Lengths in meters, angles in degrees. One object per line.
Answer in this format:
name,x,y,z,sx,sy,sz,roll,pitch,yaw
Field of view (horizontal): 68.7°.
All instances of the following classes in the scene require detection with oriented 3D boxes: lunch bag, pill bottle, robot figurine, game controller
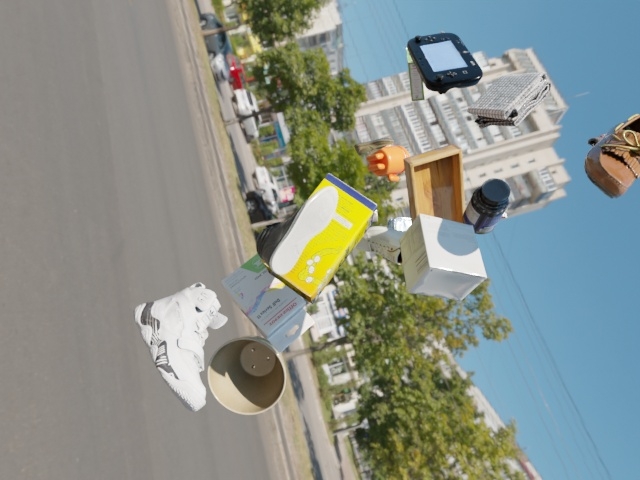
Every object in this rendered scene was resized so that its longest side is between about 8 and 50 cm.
lunch bag,0.429,-0.024,2.266,0.090,0.219,0.175,167,-74,-69
pill bottle,0.577,-0.118,1.626,0.219,0.123,0.122,86,-13,-65
robot figurine,0.299,-0.343,2.028,0.158,0.220,0.128,55,-42,24
game controller,0.373,-0.551,1.429,0.067,0.167,0.319,67,11,-46

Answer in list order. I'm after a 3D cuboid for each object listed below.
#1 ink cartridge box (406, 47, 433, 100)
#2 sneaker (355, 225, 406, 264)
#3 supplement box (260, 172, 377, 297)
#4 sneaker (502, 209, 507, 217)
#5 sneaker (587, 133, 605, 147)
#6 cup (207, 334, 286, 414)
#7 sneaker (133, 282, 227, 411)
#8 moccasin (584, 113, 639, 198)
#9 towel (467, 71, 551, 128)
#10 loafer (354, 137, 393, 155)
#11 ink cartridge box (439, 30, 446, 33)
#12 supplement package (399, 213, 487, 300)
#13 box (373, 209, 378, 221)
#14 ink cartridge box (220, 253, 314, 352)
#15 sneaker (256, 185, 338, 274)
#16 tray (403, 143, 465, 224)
ink cartridge box,0.407,-0.687,1.919,0.109,0.062,0.209,-41,126,-50
sneaker,0.245,0.023,1.726,0.123,0.291,0.105,-65,146,-42
supplement box,0.000,0.000,1.518,0.195,0.356,0.194,35,-11,10
sneaker,0.808,-0.162,2.226,0.074,0.171,0.063,-70,162,-2
sneaker,0.886,-0.269,1.469,0.061,0.065,0.157,72,13,-45
cup,-0.297,0.552,2.047,0.237,0.332,0.330,-50,123,-83
sneaker,-0.330,0.249,1.208,0.366,0.210,0.137,43,-25,41
moccasin,0.822,-0.235,1.249,0.139,0.380,0.147,49,-37,8
towel,0.835,-0.612,2.071,0.121,0.283,0.235,50,-11,-31
loafer,0.201,-0.349,1.747,0.056,0.148,0.050,-54,135,-67
ink cartridge box,0.610,-0.953,2.380,0.104,0.060,0.180,45,-27,34
supplement package,0.372,0.054,1.453,0.149,0.195,0.203,118,-23,-48
box,0.141,-0.097,2.174,0.231,0.183,0.056,162,-74,-75
ink cartridge box,-0.201,0.244,1.853,0.353,0.207,0.119,47,-19,10
sneaker,-0.078,-0.047,1.335,0.147,0.295,0.104,22,-18,50
tray,0.449,-0.148,1.813,0.076,0.203,0.410,-117,-169,-58
